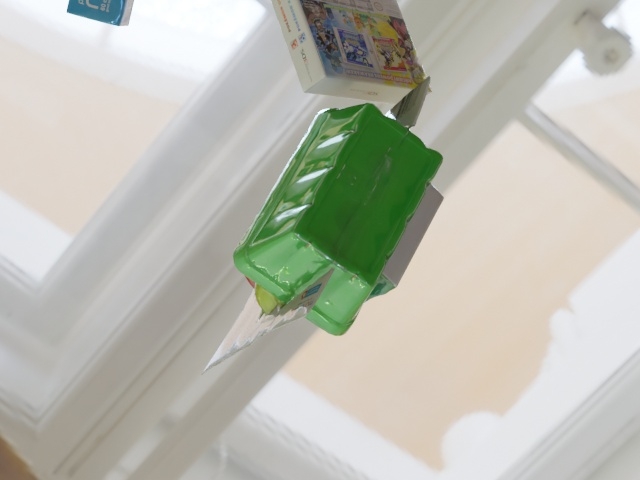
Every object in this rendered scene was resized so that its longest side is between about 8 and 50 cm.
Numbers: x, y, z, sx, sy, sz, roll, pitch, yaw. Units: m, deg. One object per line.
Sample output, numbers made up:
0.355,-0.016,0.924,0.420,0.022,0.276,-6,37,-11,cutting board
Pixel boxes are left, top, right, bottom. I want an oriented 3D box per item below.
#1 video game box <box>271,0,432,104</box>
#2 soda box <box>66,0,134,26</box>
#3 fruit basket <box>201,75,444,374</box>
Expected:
0.032,-0.261,1.610,0.205,0.048,0.187,1,-118,-48,video game box
-0.256,-0.379,1.654,0.071,0.210,0.067,15,-169,0,soda box
0.000,0.000,1.534,0.165,0.353,0.327,32,-117,-5,fruit basket
